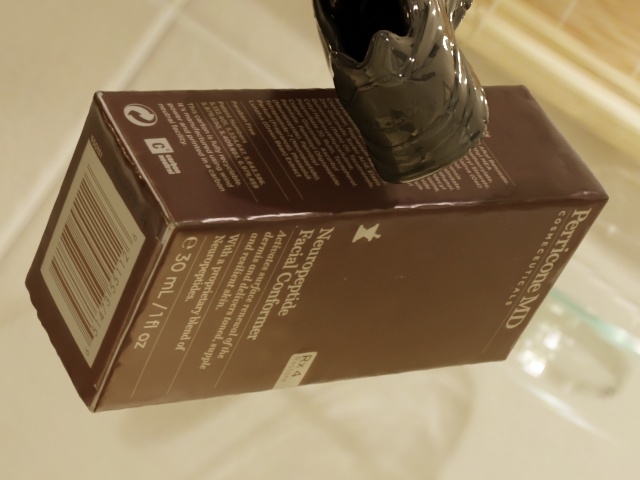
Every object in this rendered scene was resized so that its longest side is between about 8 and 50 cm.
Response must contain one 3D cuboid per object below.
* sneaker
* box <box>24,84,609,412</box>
[{"bbox_3d":[0.044,-0.174,1.208,0.109,0.286,0.130,-27,-48,14],"label":"sneaker"},{"bbox_3d":[0.000,0.000,1.270,0.143,0.381,0.191,57,-43,33],"label":"box"}]
